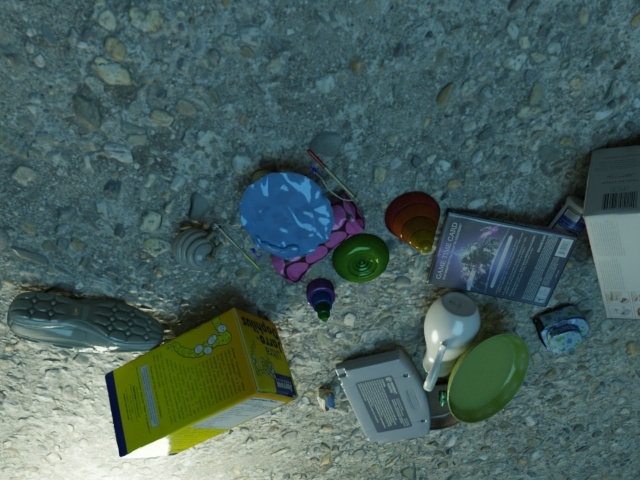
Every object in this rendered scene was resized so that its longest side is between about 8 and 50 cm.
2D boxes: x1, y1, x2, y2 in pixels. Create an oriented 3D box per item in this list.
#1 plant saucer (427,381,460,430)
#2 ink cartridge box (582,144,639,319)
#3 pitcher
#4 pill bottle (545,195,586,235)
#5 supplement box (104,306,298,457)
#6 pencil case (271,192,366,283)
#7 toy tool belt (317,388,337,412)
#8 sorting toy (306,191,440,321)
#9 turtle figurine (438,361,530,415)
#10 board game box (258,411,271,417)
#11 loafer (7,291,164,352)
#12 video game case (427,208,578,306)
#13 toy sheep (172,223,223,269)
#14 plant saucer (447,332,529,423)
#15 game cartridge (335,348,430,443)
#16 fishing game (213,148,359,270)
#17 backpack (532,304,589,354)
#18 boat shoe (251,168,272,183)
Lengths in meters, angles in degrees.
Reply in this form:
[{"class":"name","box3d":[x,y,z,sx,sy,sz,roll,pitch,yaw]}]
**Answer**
[{"class":"plant saucer","box3d":[0.327,0.450,1.606,0.198,0.036,0.198,-3,127,-4]},{"class":"ink cartridge box","box3d":[0.646,-0.034,1.201,0.130,0.272,0.309,-3,133,34]},{"class":"pitcher","box3d":[0.293,0.238,1.361,0.125,0.178,0.207,19,128,13]},{"class":"pill bottle","box3d":[0.530,-0.031,1.256,0.067,0.067,0.120,15,123,-17]},{"class":"supplement box","box3d":[-0.266,0.325,1.302,0.356,0.195,0.194,-28,153,13]},{"class":"pencil case","box3d":[0.000,0.000,1.198,0.209,0.095,0.098,-38,112,17]},{"class":"toy tool belt","box3d":[0.023,0.426,1.540,0.051,0.052,0.083,-8,128,9]},{"class":"sorting toy","box3d":[0.113,0.057,1.233,0.365,0.126,0.127,-40,121,20]},{"class":"turtle figurine","box3d":[0.425,0.372,1.498,0.234,0.175,0.118,2,144,1]},{"class":"board game box","box3d":[-0.182,0.439,1.543,0.090,0.020,0.090,-9,126,-1]},{"class":"loafer","box3d":[-0.509,0.191,1.272,0.319,0.112,0.111,16,135,-16]},{"class":"video game case","box3d":[0.391,0.041,1.276,0.274,0.026,0.196,12,125,4]},{"class":"toy sheep","box3d":[-0.248,0.017,1.165,0.091,0.132,0.091,-13,110,-38]},{"class":"plant saucer","box3d":[0.386,0.316,1.362,0.241,0.037,0.241,-11,116,-24]},{"class":"game cartridge","box3d":[0.178,0.410,1.519,0.198,0.062,0.297,-17,120,9]},{"class":"fishing game","box3d":[-0.062,-0.050,1.117,0.264,0.041,0.189,-39,110,23]},{"class":"backpack","box3d":[0.604,0.224,1.444,0.114,0.084,0.105,-26,127,9]},{"class":"boat shoe","box3d":[-0.069,-0.086,1.151,0.153,0.048,0.056,33,116,-26]}]
